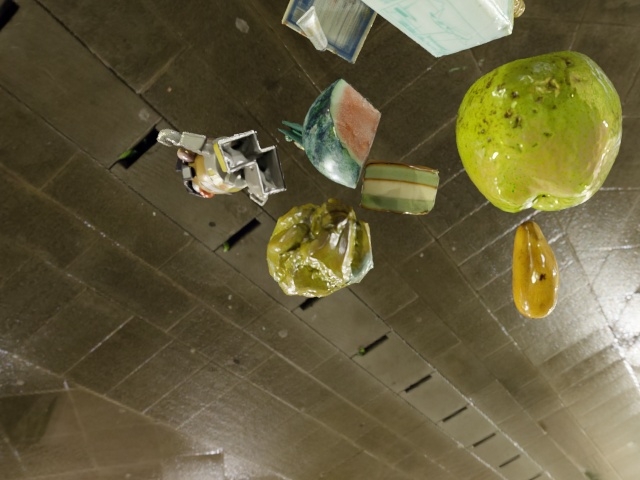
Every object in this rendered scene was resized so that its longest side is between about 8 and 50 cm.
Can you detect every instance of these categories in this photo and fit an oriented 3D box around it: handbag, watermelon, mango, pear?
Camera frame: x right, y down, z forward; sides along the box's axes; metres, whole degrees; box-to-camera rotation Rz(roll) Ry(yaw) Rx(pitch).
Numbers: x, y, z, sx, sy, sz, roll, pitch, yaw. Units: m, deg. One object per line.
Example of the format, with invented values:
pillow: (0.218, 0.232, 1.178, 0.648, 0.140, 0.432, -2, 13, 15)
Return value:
handbag: (-0.013, -0.396, 1.765, 0.269, 0.274, 0.100, 12, 107, -40)
watermelon: (0.074, -0.302, 1.148, 0.226, 0.318, 0.148, -8, 150, -20)
mango: (0.654, 0.090, 1.289, 0.120, 0.177, 0.294, 4, 81, 15)
pear: (0.531, -0.248, 1.036, 0.391, 0.391, 0.391, -6, 124, -10)

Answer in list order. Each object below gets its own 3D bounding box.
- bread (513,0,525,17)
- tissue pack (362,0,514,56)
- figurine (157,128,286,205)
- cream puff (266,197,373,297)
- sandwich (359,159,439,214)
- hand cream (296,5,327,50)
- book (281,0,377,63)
bread: (0.672, -0.890, 1.527, 0.368, 0.084, 0.077, -13, 105, -56)
tissue pack: (0.103, -0.451, 0.531, 0.388, 0.162, 0.287, 7, 82, -45)
figurine: (-0.226, -0.171, 0.994, 0.143, 0.309, 0.308, -55, 127, -24)
cream puff: (0.000, 0.000, 1.426, 0.379, 0.378, 0.275, -5, 137, -10)
sandwich: (0.253, -0.178, 1.376, 0.228, 0.198, 0.155, 9, 104, 8)
hand cream: (-0.017, -0.632, 1.282, 0.067, 0.194, 0.042, -37, 80, 12)
book: (0.043, -0.825, 1.541, 0.323, 0.018, 0.228, 18, 107, -31)
